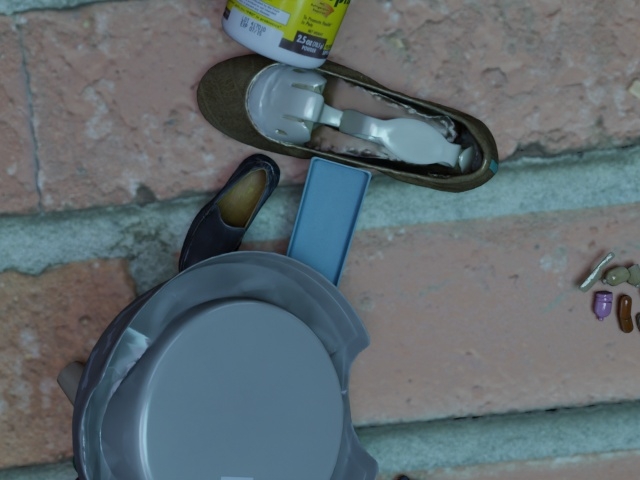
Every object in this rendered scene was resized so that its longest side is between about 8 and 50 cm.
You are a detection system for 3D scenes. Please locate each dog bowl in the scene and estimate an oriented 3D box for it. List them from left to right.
[{"bbox_3d":[-0.094,0.187,1.026,0.348,0.102,0.349,3,85,-37],"label":"dog bowl"}]

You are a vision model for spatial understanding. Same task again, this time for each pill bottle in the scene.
[{"bbox_3d":[-0.012,-0.290,0.996,0.117,0.117,0.215,22,110,-2],"label":"pill bottle"}]

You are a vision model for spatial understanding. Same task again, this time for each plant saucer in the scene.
[{"bbox_3d":[0.000,0.000,1.102,0.067,0.018,0.192,15,115,-2],"label":"plant saucer"}]

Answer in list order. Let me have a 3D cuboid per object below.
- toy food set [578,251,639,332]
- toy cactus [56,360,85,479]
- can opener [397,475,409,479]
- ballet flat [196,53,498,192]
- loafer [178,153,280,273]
[{"bbox_3d":[0.353,0.070,1.140,0.122,0.019,0.078,40,94,-11],"label":"toy food set"},{"bbox_3d":[-0.219,0.206,1.122,0.180,0.112,0.219,42,97,15],"label":"toy cactus"},{"bbox_3d":[0.103,0.366,1.155,0.059,0.073,0.186,-4,93,39],"label":"can opener"},{"bbox_3d":[0.031,-0.126,1.066,0.342,0.124,0.116,18,95,-2],"label":"ballet flat"},{"bbox_3d":[-0.107,-0.022,1.106,0.062,0.061,0.170,31,95,-4],"label":"loafer"}]
